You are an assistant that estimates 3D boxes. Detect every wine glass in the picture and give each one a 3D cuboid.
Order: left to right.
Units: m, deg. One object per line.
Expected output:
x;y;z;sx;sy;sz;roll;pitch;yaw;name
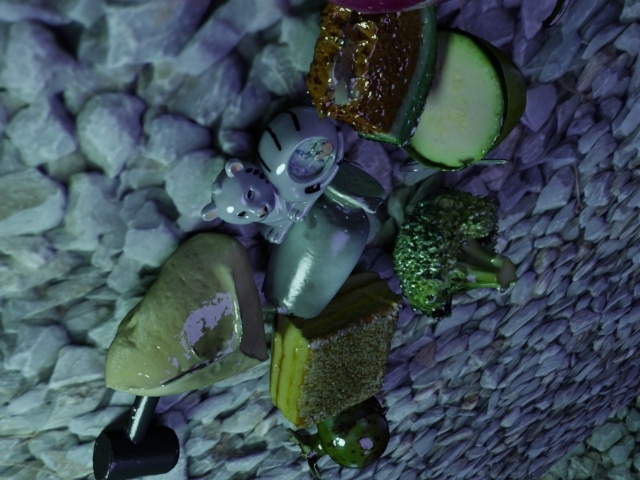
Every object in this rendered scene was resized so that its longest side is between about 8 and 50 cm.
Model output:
0.000;0.000;0.936;0.111;0.111;0.204;4;123;-42;wine glass

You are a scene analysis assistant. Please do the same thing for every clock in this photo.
-0.055;-0.083;0.838;0.117;0.080;0.176;15;117;-46;clock

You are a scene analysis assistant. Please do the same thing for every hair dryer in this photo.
-0.232;0.226;1.013;0.114;0.070;0.248;6;113;-42;hair dryer

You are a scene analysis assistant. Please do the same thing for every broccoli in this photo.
0.197;0.025;1.074;0.226;0.176;0.198;34;85;-32;broccoli

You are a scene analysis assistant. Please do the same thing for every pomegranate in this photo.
0.039;0.337;1.269;0.169;0.148;0.148;-31;140;-15;pomegranate

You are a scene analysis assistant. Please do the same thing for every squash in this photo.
0.174;-0.171;0.889;0.123;0.170;0.170;-13;135;-48;squash

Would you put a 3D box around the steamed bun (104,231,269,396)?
-0.143;0.102;0.898;0.231;0.110;0.212;-13;124;-39;steamed bun

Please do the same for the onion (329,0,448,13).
0.133;-0.330;0.633;0.349;0.159;0.267;-7;116;-25;onion

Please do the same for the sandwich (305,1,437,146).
0.067;-0.210;0.782;0.159;0.079;0.235;-16;124;-52;sandwich

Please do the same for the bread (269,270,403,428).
0.015;0.167;1.115;0.184;0.110;0.234;-21;139;-28;bread

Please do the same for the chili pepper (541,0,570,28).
0.297;-0.428;0.805;0.137;0.092;0.368;-26;133;-10;chili pepper

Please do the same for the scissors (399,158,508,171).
0.182;-0.104;0.948;0.100;0.189;0.015;-18;105;-23;scissors
